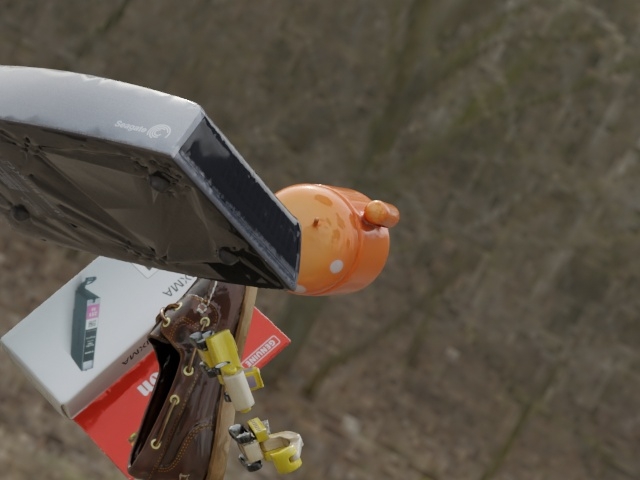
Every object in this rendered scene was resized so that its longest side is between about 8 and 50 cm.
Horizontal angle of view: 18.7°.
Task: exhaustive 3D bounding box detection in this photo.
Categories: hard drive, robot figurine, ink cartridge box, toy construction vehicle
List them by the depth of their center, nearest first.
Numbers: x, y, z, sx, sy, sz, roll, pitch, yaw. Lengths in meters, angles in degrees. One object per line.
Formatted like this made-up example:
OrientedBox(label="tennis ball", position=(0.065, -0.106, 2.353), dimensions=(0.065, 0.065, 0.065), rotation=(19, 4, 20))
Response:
OrientedBox(label="toy construction vehicle", position=(-0.043, 0.096, 1.180), dimensions=(0.098, 0.035, 0.086), rotation=(-160, -131, -74))
OrientedBox(label="hard drive", position=(-0.140, -0.044, 1.236), dimensions=(0.254, 0.054, 0.172), rotation=(11, -26, 38))
OrientedBox(label="robot figurine", position=(-0.002, 0.001, 2.179), dimensions=(0.158, 0.128, 0.219), rotation=(16, 4, 20))
OrientedBox(label="ink cartridge box", position=(-0.216, 0.123, 2.403), dimensions=(0.239, 0.275, 0.060), rotation=(42, -18, 24))

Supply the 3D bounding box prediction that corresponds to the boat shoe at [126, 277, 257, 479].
OrientedBox(label="boat shoe", position=(-0.090, 0.078, 1.406), dimensions=(0.073, 0.207, 0.073), rotation=(13, -16, -10))
